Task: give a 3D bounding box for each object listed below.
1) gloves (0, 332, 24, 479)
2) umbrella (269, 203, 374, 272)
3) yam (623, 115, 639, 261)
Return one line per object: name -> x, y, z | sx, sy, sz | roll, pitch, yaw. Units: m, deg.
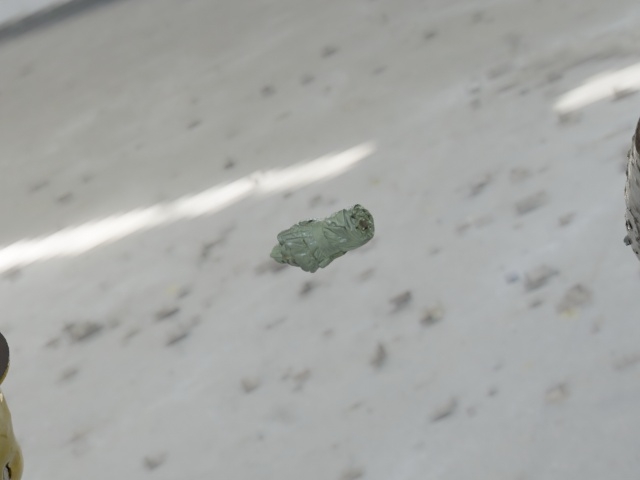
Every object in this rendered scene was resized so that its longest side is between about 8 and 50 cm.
gloves -> -0.383, 0.222, 1.826 | 0.116, 0.294, 0.133 | 33, 53, 25
umbrella -> 0.000, 0.000, 1.924 | 0.143, 0.062, 0.067 | -18, -24, 38
yam -> 0.317, -0.046, 1.436 | 0.131, 0.131, 0.280 | -25, -17, 3
